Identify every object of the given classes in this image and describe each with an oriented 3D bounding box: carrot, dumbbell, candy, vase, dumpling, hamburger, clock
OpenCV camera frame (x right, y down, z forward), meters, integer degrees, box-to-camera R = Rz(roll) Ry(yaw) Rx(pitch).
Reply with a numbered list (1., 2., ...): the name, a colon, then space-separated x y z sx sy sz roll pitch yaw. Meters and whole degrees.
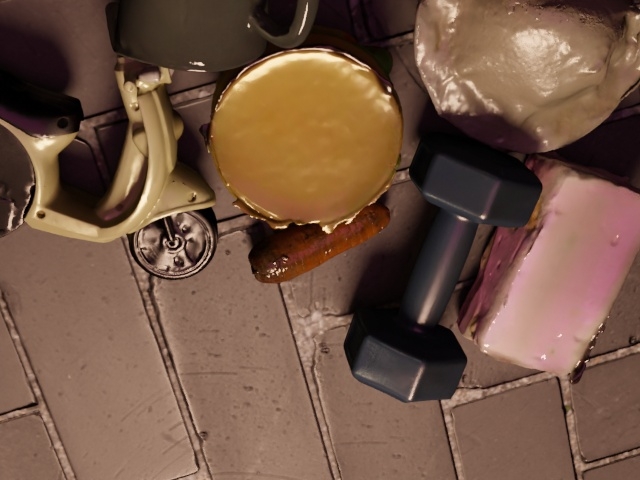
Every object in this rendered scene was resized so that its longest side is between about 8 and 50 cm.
1. carrot: 0.000 0.000 1.317 0.186 0.060 0.060 -23 113 -6
2. dumbbell: 0.141 0.035 1.300 0.156 0.144 0.316 4 113 -41
3. candy: 0.291 0.031 1.346 0.156 0.116 0.265 17 108 -15
4. vase: -0.104 -0.308 1.038 0.251 0.156 0.300 26 131 20
5. dumpling: 0.236 -0.227 1.234 0.293 0.163 0.204 7 144 -13
6. hamburger: -0.012 -0.135 1.213 0.237 0.149 0.237 0 114 -1
7. clock: -0.286 -0.105 1.196 0.379 0.120 0.276 8 115 -12
